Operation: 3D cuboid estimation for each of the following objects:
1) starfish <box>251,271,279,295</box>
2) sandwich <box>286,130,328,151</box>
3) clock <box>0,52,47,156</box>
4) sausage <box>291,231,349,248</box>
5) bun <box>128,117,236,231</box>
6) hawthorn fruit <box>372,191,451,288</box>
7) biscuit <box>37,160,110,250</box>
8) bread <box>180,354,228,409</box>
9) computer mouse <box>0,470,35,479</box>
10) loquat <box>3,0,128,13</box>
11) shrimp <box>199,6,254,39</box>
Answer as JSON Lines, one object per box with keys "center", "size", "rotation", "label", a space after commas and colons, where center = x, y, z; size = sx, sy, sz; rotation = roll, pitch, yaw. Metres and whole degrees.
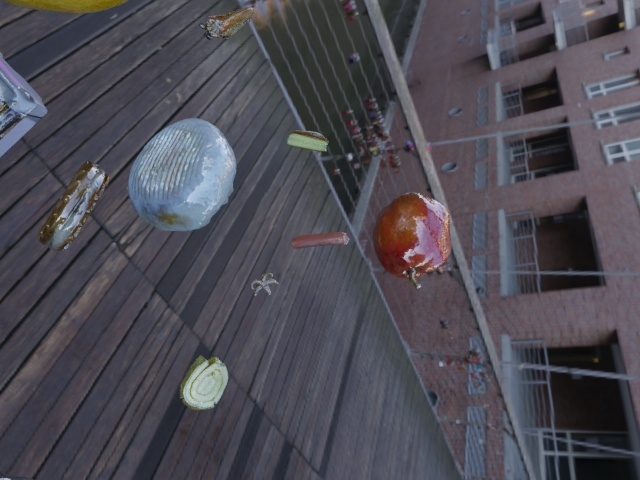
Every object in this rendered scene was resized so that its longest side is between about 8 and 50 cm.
{"center": [-0.178, 0.139, 1.557], "size": [0.028, 0.091, 0.078], "rotation": [-134, -137, -65], "label": "starfish"}
{"center": [-0.020, -0.194, 0.937], "size": [0.044, 0.084, 0.030], "rotation": [-53, 156, -59], "label": "sandwich"}
{"center": [-0.553, -0.220, 0.727], "size": [0.253, 0.186, 0.083], "rotation": [48, 0, 5], "label": "clock"}
{"center": [0.000, 0.000, 1.169], "size": [0.030, 0.147, 0.035], "rotation": [59, 31, -51], "label": "sausage"}
{"center": [-0.392, -0.183, 1.433], "size": [0.211, 0.362, 0.361], "rotation": [43, 45, -48], "label": "bun"}
{"center": [0.229, 0.007, 1.213], "size": [0.205, 0.205, 0.253], "rotation": [55, 31, -40], "label": "hawthorn fruit"}
{"center": [-0.822, -0.114, 1.618], "size": [0.103, 0.332, 0.331], "rotation": [33, 49, -28], "label": "biscuit"}
{"center": [-0.336, 0.413, 1.410], "size": [0.118, 0.064, 0.156], "rotation": [39, 64, -20], "label": "bread"}
{"center": [-0.527, 0.478, 0.850], "size": [0.231, 0.071, 0.126], "rotation": [76, 2, -47], "label": "computer mouse"}
{"center": [-0.294, -0.392, 0.528], "size": [0.275, 0.275, 0.274], "rotation": [31, 54, -56], "label": "loquat"}
{"center": [-0.184, -0.421, 0.938], "size": [0.043, 0.092, 0.184], "rotation": [56, 32, -18], "label": "shrimp"}
